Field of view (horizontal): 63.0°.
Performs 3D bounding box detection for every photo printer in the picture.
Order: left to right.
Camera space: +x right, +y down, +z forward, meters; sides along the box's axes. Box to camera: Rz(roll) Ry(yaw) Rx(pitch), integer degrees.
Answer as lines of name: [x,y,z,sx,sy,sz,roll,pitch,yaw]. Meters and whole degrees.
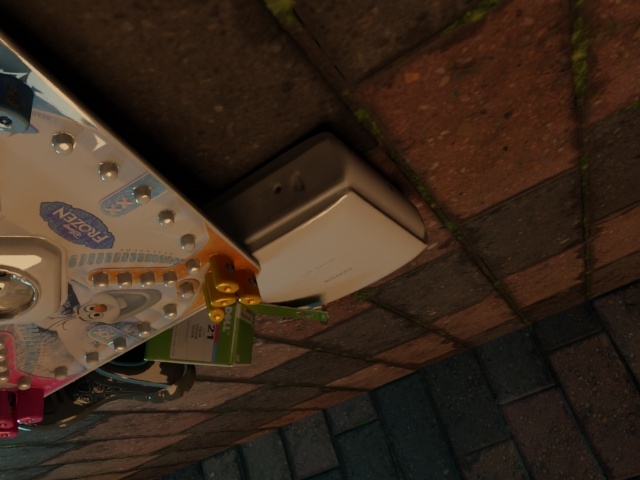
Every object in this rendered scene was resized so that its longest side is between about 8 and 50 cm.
photo printer: [0.000,0.000,0.728,0.256,0.107,0.307,-29,153,20]

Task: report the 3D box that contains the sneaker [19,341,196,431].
sneaker: [-0.408,0.235,0.943,0.340,0.125,0.140,-13,129,-10]

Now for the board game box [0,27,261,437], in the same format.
board game box: [-0.303,0.051,0.478,0.389,0.050,0.390,-29,143,8]

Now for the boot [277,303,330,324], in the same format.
boot: [-0.039,0.161,1.105,0.114,0.037,0.106,-17,142,-13]

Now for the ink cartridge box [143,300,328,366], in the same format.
ink cartridge box: [-0.119,0.152,0.826,0.255,0.097,0.189,5,167,1]
